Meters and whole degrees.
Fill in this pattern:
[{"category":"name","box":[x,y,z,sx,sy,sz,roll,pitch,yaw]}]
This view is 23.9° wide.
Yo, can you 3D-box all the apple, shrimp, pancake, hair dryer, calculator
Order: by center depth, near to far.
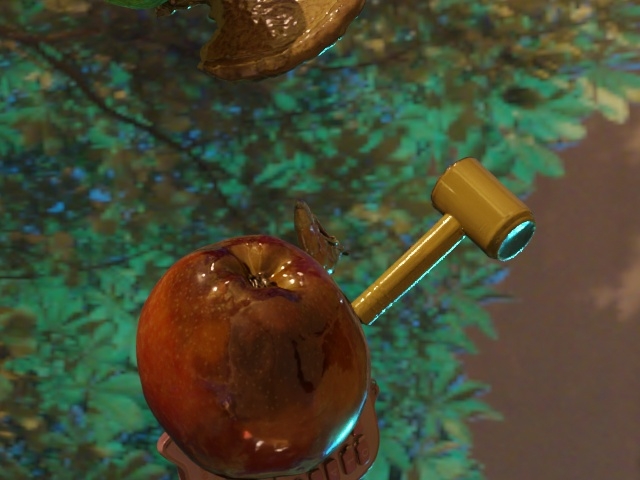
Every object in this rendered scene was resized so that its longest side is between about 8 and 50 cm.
[{"category":"apple","box":[-0.059,0.105,1.411,0.230,0.230,0.230,1,-91,-47]},{"category":"calculator","box":[-0.047,0.220,1.648,0.294,0.043,0.194,-26,-70,-35]},{"category":"pancake","box":[-0.070,-0.284,1.741,0.033,0.286,0.288,62,-145,-43]},{"category":"shrimp","box":[0.000,0.000,1.862,0.190,0.042,0.101,33,-139,-76]},{"category":"hair dryer","box":[0.160,0.023,2.104,0.279,0.135,0.090,-43,-27,-3]}]

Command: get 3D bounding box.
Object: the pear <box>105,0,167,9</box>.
[{"category":"pear","box":[-0.224,-0.379,1.683,0.212,0.212,0.269,-56,-35,-32]}]
